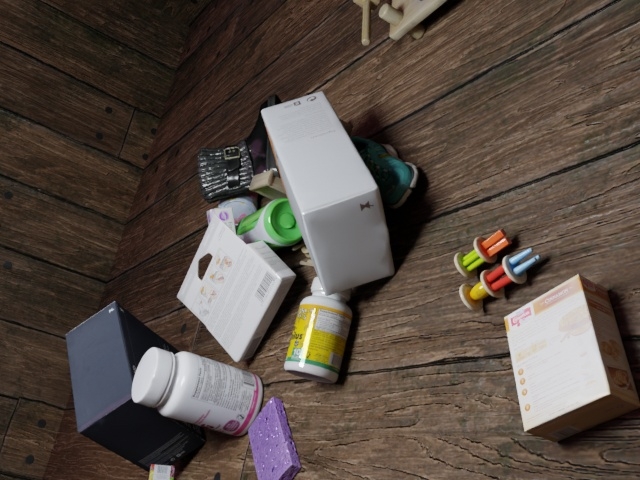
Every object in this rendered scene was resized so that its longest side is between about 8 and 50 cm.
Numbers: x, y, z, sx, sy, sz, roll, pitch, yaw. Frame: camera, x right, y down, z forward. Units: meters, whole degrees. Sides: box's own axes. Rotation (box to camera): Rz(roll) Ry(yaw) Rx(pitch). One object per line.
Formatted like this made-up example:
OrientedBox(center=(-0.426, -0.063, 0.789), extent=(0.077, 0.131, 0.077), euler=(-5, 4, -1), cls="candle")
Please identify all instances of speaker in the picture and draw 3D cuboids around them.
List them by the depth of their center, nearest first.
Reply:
OrientedBox(center=(-0.133, -0.030, 1.923), extent=(0.296, 0.131, 0.131), euler=(-20, 51, 66), cls="speaker")

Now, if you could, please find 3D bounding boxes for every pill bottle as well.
OrientedBox(center=(0.002, 0.188, 1.554), extent=(0.117, 0.118, 0.208), euler=(-14, 57, 57), cls="pill bottle")
OrientedBox(center=(-0.296, 0.362, 1.764), extent=(0.160, 0.283, 0.160), euler=(-41, 36, 39), cls="pill bottle")

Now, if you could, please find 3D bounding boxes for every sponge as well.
OrientedBox(center=(-0.106, 0.460, 1.625), extent=(0.117, 0.031, 0.210), euler=(-56, 28, 19), cls="sponge")

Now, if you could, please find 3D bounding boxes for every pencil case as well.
OrientedBox(center=(-0.255, -0.175, 2.293), extent=(0.113, 0.124, 0.273), euler=(-45, 35, 35), cls="pencil case")

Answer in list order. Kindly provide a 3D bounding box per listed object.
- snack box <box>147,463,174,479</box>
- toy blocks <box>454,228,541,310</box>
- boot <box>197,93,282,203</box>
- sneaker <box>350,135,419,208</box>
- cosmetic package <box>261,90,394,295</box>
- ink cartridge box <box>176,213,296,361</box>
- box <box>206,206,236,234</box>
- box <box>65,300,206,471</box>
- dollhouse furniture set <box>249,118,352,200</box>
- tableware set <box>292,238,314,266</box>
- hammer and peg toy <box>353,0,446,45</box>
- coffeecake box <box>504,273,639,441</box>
OrientedBox(center=(-0.427, 0.713, 1.893), extent=(0.174, 0.070, 0.207), euler=(110, 163, -47), cls="snack box")
OrientedBox(center=(0.297, 0.034, 1.223), extent=(0.148, 0.054, 0.123), euler=(-41, 36, 39), cls="toy blocks")
OrientedBox(center=(-0.231, -0.280, 2.190), extent=(0.260, 0.131, 0.348), euler=(-9, 53, 16), cls="boot")
OrientedBox(center=(0.128, -0.155, 1.614), extent=(0.107, 0.110, 0.275), euler=(-59, 29, 13), cls="sneaker")
OrientedBox(center=(0.008, -0.119, 1.609), extent=(0.161, 0.230, 0.453), euler=(-18, 38, -4), cls="cosmetic package")
OrientedBox(center=(-0.221, 0.118, 1.866), extent=(0.261, 0.066, 0.296), euler=(44, 123, 23), cls="ink cartridge box")
OrientedBox(center=(-0.253, 0.072, 1.992), extent=(0.067, 0.063, 0.324), euler=(177, 84, -70), cls="box")
OrientedBox(center=(-0.500, 0.396, 1.965), extent=(0.179, 0.312, 0.343), euler=(-33, 44, 4), cls="box")
OrientedBox(center=(-0.064, -0.220, 1.948), extent=(0.212, 0.161, 0.242), euler=(-9, 61, 59), cls="dollhouse furniture set")
OrientedBox(center=(0.000, 0.000, 1.792), extent=(0.194, 0.039, 0.128), euler=(5, 73, 62), cls="tableware set")
OrientedBox(center=(0.229, -0.615, 1.782), extent=(0.361, 0.127, 0.266), euler=(-30, 46, 49), cls="hammer and peg toy")
OrientedBox(center=(0.344, 0.164, 1.020), extent=(0.142, 0.068, 0.185), euler=(-41, 36, 40), cls="coffeecake box")
